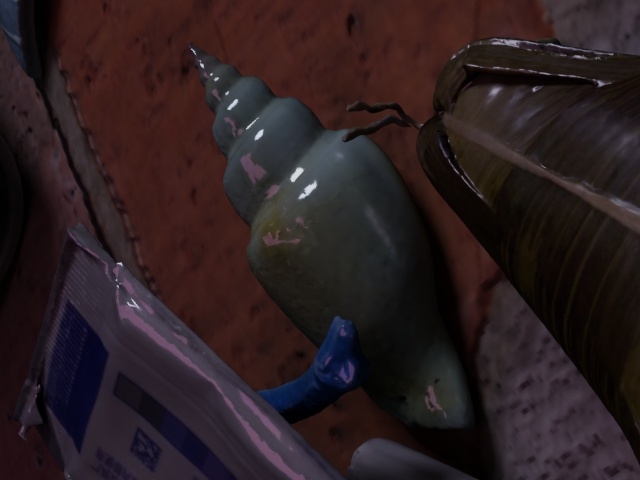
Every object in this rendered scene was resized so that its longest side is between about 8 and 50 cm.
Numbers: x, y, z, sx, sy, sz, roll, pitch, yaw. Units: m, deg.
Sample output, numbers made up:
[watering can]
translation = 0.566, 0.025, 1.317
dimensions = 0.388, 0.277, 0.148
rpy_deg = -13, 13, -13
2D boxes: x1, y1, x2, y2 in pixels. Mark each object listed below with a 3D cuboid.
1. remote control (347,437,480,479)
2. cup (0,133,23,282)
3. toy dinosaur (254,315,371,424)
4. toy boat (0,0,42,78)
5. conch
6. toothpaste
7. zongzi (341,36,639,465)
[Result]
[remote control]
translation = 0.100, 0.133, 0.492
dimensions = 0.261, 0.029, 0.067
rpy_deg = 18, 112, 48
[cup]
translation = -0.351, -0.091, 0.865
dimensions = 0.371, 0.253, 0.253
rpy_deg = 54, 137, 36
[toy dinosaur]
translation = -0.041, 0.128, 0.639
dimensions = 0.144, 0.076, 0.329
rpy_deg = 38, 136, 36
[toy boat]
translation = -0.163, -0.149, 0.771
dimensions = 0.096, 0.034, 0.122
rpy_deg = 49, 136, 43
[conch]
translation = -0.004, 0.002, 0.562
dimensions = 0.088, 0.065, 0.180
rpy_deg = -36, 85, 49
[toothpaste]
translation = -0.010, 0.119, 0.525
dimensions = 0.282, 0.068, 0.099
rpy_deg = 41, 102, 23
[zongzi]
translation = 0.114, -0.040, 0.394
dimensions = 0.184, 0.084, 0.187
rpy_deg = -58, 48, 26
